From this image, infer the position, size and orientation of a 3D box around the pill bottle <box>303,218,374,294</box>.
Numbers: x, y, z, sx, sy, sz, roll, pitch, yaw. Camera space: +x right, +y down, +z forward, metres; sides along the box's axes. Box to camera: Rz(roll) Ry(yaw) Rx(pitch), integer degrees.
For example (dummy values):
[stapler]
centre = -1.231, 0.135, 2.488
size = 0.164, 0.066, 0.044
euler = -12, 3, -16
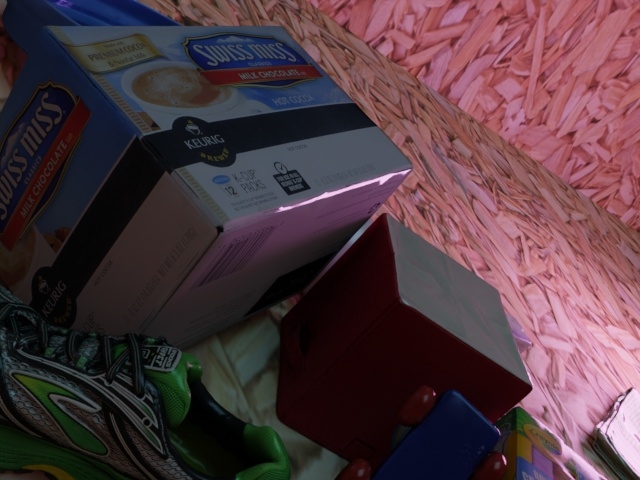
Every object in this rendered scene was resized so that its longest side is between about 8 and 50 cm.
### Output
[pill bottle]
centre = 0.000, 0.000, 1.079
size = 0.229, 0.131, 0.131
euler = 42, 23, 0

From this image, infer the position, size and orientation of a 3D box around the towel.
[towel]
centre = 0.587, 0.384, 1.442
size = 0.248, 0.038, 0.325
euler = 49, 24, 15

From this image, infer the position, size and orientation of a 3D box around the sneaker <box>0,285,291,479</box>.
[sneaker]
centre = -0.170, 0.104, 0.619
size = 0.344, 0.146, 0.134
euler = 36, 24, -11

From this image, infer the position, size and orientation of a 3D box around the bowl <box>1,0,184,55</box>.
[bowl]
centre = -0.236, -0.243, 1.121
size = 0.391, 0.077, 0.391
euler = 28, 16, -9

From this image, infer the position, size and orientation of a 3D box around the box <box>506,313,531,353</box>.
[box]
centre = 0.193, 0.117, 1.259
size = 0.324, 0.067, 0.063
euler = 22, 30, -37

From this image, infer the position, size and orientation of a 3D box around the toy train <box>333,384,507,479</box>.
[toy train]
centre = 0.047, 0.249, 0.755
size = 0.105, 0.248, 0.143
euler = 43, -17, 5

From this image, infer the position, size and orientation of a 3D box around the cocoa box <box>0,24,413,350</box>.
[cocoa box]
centre = -0.120, -0.054, 0.816
size = 0.228, 0.231, 0.347
euler = 49, 32, 12

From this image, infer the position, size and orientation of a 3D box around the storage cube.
[storage cube]
centre = 0.084, 0.121, 0.923
size = 0.215, 0.193, 0.183
euler = 35, 24, -19

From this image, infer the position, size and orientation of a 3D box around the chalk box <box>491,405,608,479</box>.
[chalk box]
centre = 0.189, 0.299, 0.797
size = 0.179, 0.180, 0.289
euler = 41, 22, -3
